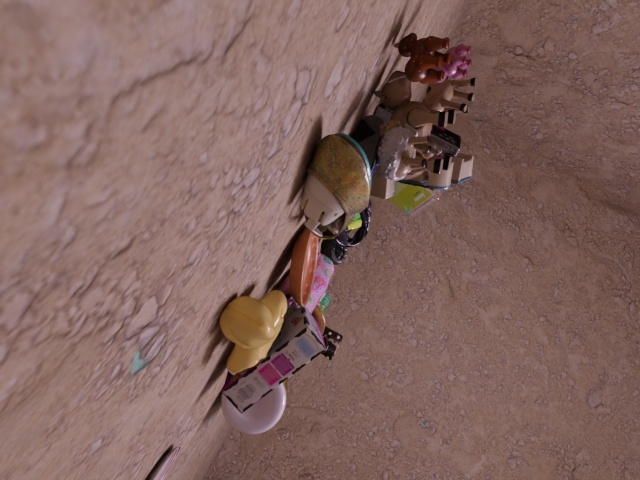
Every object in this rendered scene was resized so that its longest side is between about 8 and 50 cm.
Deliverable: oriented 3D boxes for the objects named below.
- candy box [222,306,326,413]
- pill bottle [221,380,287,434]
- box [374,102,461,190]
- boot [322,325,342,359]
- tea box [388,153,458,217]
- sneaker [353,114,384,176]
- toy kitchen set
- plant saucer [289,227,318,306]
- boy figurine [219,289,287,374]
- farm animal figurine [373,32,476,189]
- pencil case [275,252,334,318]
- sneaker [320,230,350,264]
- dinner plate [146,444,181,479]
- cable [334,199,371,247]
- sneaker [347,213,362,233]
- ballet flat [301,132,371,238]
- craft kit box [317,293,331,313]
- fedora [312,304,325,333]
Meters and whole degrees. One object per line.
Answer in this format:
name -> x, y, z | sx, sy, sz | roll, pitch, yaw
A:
candy box -> -0.106, 0.266, 0.931 | 0.233, 0.071, 0.159 | -38, -169, 1
pill bottle -> -0.199, 0.495, 1.299 | 0.188, 0.188, 0.334 | -59, 175, -14
box -> 0.255, -0.276, 1.153 | 0.142, 0.247, 0.163 | -65, 174, 31
boot -> -0.049, 0.401, 1.744 | 0.138, 0.284, 0.377 | -60, 175, -11
tea box -> 0.429, -0.350, 1.912 | 0.329, 0.323, 0.220 | -58, -171, -30
sneaker -> 0.083, -0.166, 0.964 | 0.226, 0.086, 0.163 | -59, 173, -27
toy kitchen set -> 0.264, -0.170, 1.057 | 0.166, 0.207, 0.122 | -22, 123, -43
plant saucer -> -0.041, 0.059, 0.978 | 0.200, 0.037, 0.200 | 7, 90, -83
boy figurine -> -0.124, 0.168, 0.747 | 0.177, 0.092, 0.285 | -59, 174, -12
farm animal figurine -> 0.210, -0.281, 0.889 | 0.330, 0.172, 0.327 | 1, 99, -59
pencil case -> -0.054, 0.138, 1.145 | 0.124, 0.124, 0.284 | -64, 173, 33
sneaker -> 0.049, -0.021, 1.486 | 0.106, 0.101, 0.267 | -29, -146, 47
dinner plate -> -0.338, 0.488, 0.831 | 0.141, 0.017, 0.141 | -61, 175, -9
cable -> 0.085, -0.061, 1.058 | 0.151, 0.047, 0.184 | -60, 147, -18
sneaker -> 0.049, -0.078, 1.184 | 0.295, 0.109, 0.124 | -32, 116, -61
ballet flat -> 0.015, -0.070, 0.731 | 0.123, 0.123, 0.348 | -60, 175, -10
craft kit box -> -0.076, 0.275, 1.498 | 0.247, 0.061, 0.250 | -58, 147, -12
fedora -> -0.070, 0.260, 1.338 | 0.194, 0.194, 0.079 | -62, 180, 20
